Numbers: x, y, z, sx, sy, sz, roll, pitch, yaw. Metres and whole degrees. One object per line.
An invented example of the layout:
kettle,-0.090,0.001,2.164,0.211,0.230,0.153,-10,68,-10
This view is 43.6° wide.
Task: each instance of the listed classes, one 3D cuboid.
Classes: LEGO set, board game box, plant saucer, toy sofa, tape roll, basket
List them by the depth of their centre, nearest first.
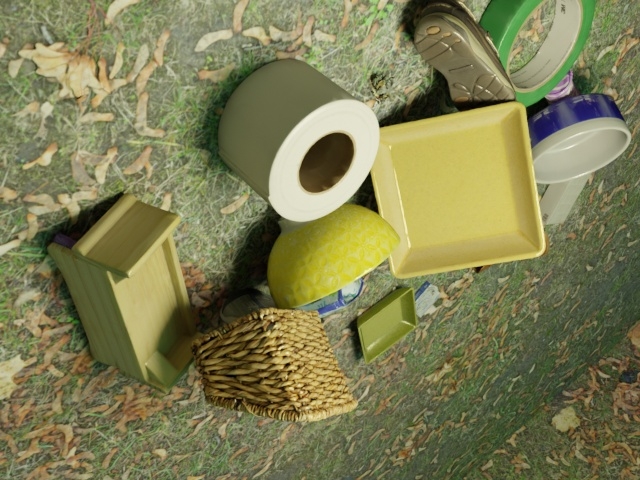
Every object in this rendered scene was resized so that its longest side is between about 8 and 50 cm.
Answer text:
tape roll,-0.038,-0.178,1.433,0.246,0.169,0.246,-28,140,-26
toy sofa,-0.333,0.096,1.435,0.150,0.177,0.362,-54,153,-37
basket,-0.097,0.268,1.527,0.213,0.223,0.299,-26,167,15
LEGO set,0.118,-0.309,1.601,0.054,0.023,0.083,-25,152,-24
plant saucer,0.287,-0.107,1.707,0.333,0.081,0.332,-10,103,10
tape roll,0.473,-0.453,1.779,0.321,0.077,0.321,-27,139,-26
plant saucer,0.169,0.217,2.128,0.188,0.045,0.188,-35,143,-18
board game box,0.286,0.164,2.219,0.090,0.020,0.090,-48,144,1

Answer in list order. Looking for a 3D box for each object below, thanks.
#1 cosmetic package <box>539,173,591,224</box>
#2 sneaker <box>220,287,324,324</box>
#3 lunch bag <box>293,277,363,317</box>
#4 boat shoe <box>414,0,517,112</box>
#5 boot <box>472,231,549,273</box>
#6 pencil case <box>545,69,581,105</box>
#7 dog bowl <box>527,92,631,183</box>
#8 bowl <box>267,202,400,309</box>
cosmetic package,0.713,-0.162,2.316,0.099,0.060,0.239,-4,126,-42
sneaker,-0.115,0.189,1.761,0.129,0.111,0.297,-51,144,16
lunch bag,0.011,0.118,1.744,0.129,0.151,0.096,-26,110,25
boat shoe,0.314,-0.368,1.621,0.355,0.132,0.130,41,54,-48
boot,0.524,0.022,2.251,0.220,0.109,0.283,-46,142,-4
pencil case,0.615,-0.359,2.003,0.088,0.086,0.206,-20,156,27
dog bowl,0.631,-0.252,2.010,0.265,0.104,0.265,-13,157,-5
bowl,0.000,0.000,1.625,0.289,0.289,0.156,-32,99,-20
